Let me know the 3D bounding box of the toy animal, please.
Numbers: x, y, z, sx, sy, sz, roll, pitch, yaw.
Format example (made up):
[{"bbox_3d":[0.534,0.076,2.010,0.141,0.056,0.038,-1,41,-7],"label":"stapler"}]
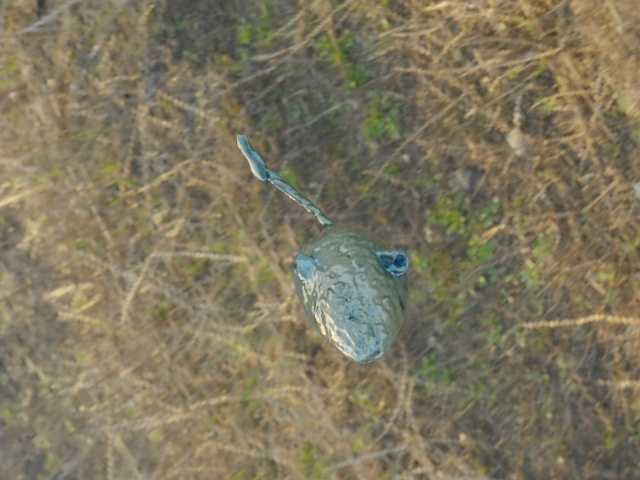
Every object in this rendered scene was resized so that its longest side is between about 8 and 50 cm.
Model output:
[{"bbox_3d":[0.006,0.003,0.798,0.253,0.070,0.079,-119,17,-60],"label":"toy animal"}]
